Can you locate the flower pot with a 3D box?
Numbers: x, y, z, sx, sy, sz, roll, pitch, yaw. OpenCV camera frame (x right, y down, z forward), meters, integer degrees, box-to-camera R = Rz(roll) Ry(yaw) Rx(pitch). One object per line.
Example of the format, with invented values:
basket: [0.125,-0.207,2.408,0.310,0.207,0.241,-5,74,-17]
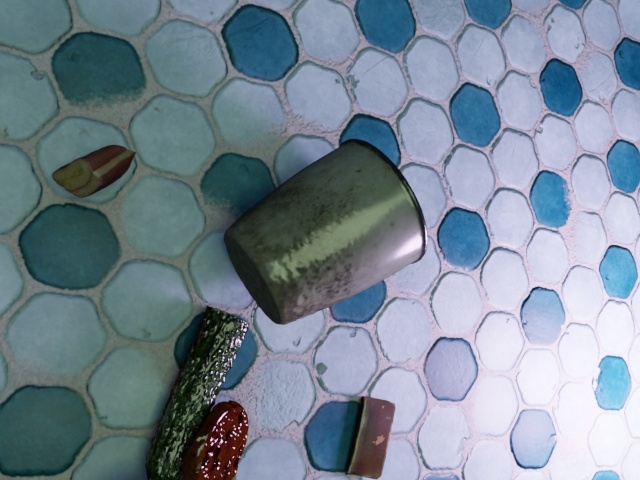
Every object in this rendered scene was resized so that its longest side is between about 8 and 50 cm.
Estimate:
flower pot: [0.000,0.000,1.204,0.330,0.293,0.293,-33,102,-17]

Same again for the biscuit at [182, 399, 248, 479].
biscuit: [-0.200,0.403,1.152,0.192,0.049,0.192,8,90,-69]

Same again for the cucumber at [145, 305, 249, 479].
cucumber: [-0.245,0.308,1.160,0.096,0.096,0.359,26,78,-24]

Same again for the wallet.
wallet: [0.116,0.452,1.375,0.095,0.026,0.176,16,79,-20]

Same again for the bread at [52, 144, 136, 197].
bread: [-0.412,-0.121,1.082,0.119,0.192,0.067,-22,106,10]
